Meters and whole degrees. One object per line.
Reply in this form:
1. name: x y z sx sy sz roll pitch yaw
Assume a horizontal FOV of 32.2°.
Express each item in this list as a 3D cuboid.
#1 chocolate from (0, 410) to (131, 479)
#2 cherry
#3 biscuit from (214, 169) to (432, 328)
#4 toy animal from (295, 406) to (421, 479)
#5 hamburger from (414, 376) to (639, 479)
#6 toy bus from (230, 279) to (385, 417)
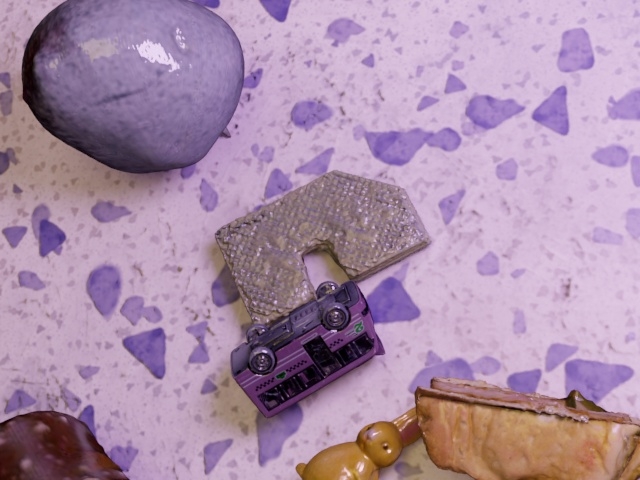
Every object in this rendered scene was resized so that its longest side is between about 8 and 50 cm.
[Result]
1. chocolate: -0.367 0.341 1.295 0.340 0.225 0.210 -43 56 0
2. cherry: -0.226 -0.197 1.386 0.255 0.296 0.218 -15 67 42
3. biscuit: 0.000 0.000 1.379 0.250 0.046 0.147 -26 69 7
4. toy animal: 0.054 0.244 1.287 0.159 0.070 0.083 -41 67 -4
5. hamburger: 0.238 0.224 1.221 0.262 0.124 0.131 7 95 21
6. toy bus: -0.014 0.128 1.319 0.178 0.087 0.098 -32 109 5
